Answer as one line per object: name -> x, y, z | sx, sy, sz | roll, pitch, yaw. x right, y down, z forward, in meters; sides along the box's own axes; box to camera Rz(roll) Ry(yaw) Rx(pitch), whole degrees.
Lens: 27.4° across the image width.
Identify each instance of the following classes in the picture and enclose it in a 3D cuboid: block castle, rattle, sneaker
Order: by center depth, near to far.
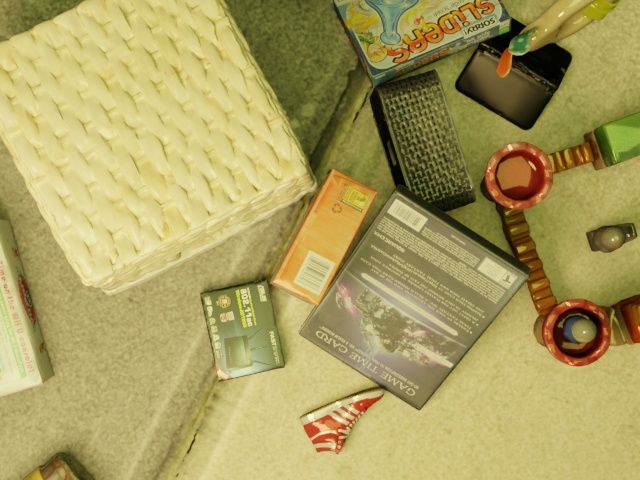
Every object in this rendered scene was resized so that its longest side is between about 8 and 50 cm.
block castle -> 0.456, -0.037, 1.688 | 0.453, 0.213, 0.303 | -19, 89, -3
rattle -> 0.289, -0.322, 1.732 | 0.200, 0.130, 0.142 | -28, 95, -5
sneaker -> 0.038, 0.242, 1.743 | 0.118, 0.042, 0.067 | -23, 85, 4

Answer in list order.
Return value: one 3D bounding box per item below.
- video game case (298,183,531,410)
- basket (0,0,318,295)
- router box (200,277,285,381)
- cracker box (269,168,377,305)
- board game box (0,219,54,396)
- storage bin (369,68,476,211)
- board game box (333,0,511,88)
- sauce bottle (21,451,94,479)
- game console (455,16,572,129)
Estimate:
video game case -> 0.114, 0.079, 1.680 | 0.196, 0.026, 0.274 | 33, 127, -1
basket -> -0.212, -0.144, 1.637 | 0.328, 0.266, 0.331 | -28, 88, -2
router box -> -0.103, 0.119, 1.743 | 0.092, 0.038, 0.122 | -13, 89, -4
cracker box -> 0.000, 0.000, 1.655 | 0.067, 0.232, 0.155 | 28, 87, -3
board game box -> -0.526, 0.119, 1.696 | 0.303, 0.097, 0.224 | -16, 90, -2
storage bin -> 0.132, -0.121, 1.720 | 0.084, 0.122, 0.180 | -18, 89, -3
board game box -> 0.134, -0.302, 1.750 | 0.201, 0.035, 0.136 | -24, 69, -3
sauce bottle -> -0.433, 0.416, 1.682 | 0.344, 0.111, 0.111 | -38, 90, -3
game console -> 0.263, -0.231, 1.786 | 0.122, 0.071, 0.107 | 31, 57, -2
